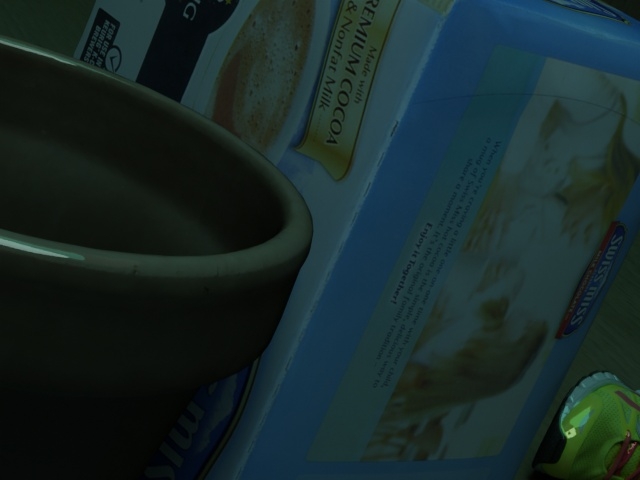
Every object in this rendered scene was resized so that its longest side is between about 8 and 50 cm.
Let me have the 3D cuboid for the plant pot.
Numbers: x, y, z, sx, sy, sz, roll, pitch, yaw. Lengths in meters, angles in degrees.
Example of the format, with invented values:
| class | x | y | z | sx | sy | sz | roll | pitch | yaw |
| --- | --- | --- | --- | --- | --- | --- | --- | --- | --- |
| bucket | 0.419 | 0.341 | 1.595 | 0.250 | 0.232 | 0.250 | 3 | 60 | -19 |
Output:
| class | x | y | z | sx | sy | sz | roll | pitch | yaw |
| --- | --- | --- | --- | --- | --- | --- | --- | --- | --- |
| plant pot | -0.161 | 0.050 | 0.701 | 0.263 | 0.229 | 0.263 | 19 | 19 | -7 |

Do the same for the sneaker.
| class | x | y | z | sx | sy | sz | roll | pitch | yaw |
| --- | --- | --- | --- | --- | --- | --- | --- | --- | --- |
| sneaker | 0.234 | 0.152 | 1.213 | 0.094 | 0.081 | 0.208 | 37 | 20 | 34 |

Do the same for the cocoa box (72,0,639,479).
| class | x | y | z | sx | sy | sz | roll | pitch | yaw |
| --- | --- | --- | --- | --- | --- | --- | --- | --- | --- |
| cocoa box | 0.000 | 0.000 | 0.886 | 0.231 | 0.347 | 0.228 | 6 | 24 | -47 |
